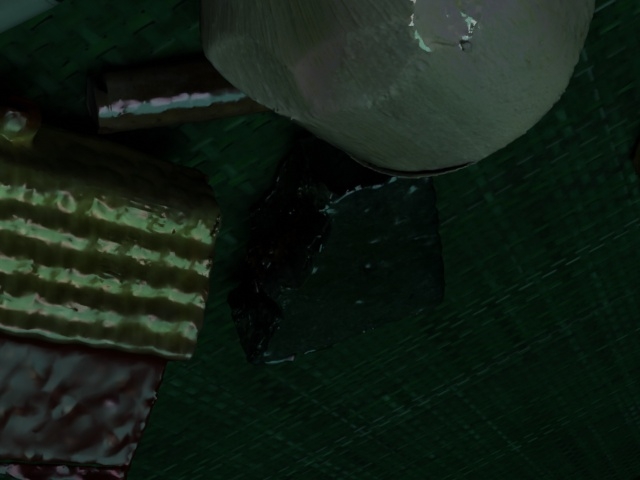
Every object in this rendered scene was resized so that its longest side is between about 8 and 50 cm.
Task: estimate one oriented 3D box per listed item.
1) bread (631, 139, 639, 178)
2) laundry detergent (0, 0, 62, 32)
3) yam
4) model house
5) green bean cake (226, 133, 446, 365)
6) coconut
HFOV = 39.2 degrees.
[{"bbox_3d":[0.360,-0.102,0.885,0.088,0.049,0.226,-16,146,-10],"label":"bread"},{"bbox_3d":[-0.183,-0.158,0.480,0.225,0.070,0.099,-24,154,3],"label":"laundry detergent"},{"bbox_3d":[-0.033,-0.115,0.645,0.263,0.046,0.046,-10,144,-16],"label":"yam"},{"bbox_3d":[-0.189,0.028,0.625,0.196,0.160,0.254,13,121,-27],"label":"model house"},{"bbox_3d":[0.000,0.000,0.768,0.193,0.107,0.208,-18,145,-3],"label":"green bean cake"},{"bbox_3d":[0.036,-0.153,0.489,0.224,0.224,0.234,-31,142,12],"label":"coconut"}]
